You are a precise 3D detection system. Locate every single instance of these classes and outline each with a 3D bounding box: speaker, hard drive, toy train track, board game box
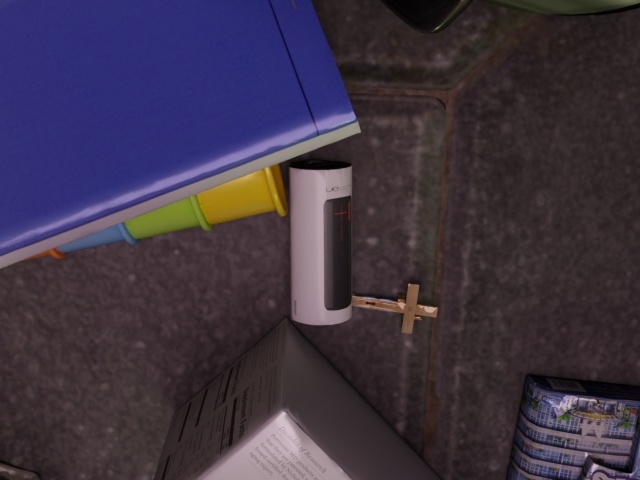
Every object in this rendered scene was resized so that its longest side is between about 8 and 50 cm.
[{"bbox_3d":[0.000,0.000,0.809,0.055,0.055,0.136,0,103,-2],"label":"speaker"},{"bbox_3d":[-0.154,-0.122,0.732,0.318,0.040,0.210,-20,73,3],"label":"hard drive"},{"bbox_3d":[0.062,0.056,0.847,0.083,0.014,0.048,8,110,2],"label":"toy train track"},{"bbox_3d":[0.273,0.232,0.873,0.194,0.060,0.194,6,103,-4],"label":"board game box"}]

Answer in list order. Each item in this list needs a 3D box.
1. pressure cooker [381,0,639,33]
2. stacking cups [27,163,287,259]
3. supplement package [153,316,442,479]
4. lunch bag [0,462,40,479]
[{"bbox_3d":[0.142,-0.326,0.560,0.370,0.420,0.375,-2,95,31],"label":"pressure cooker"},{"bbox_3d":[-0.189,-0.026,0.773,0.316,0.096,0.096,-15,104,1],"label":"stacking cups"},{"bbox_3d":[0.006,0.228,0.787,0.145,0.204,0.262,-41,102,8],"label":"supplement package"},{"bbox_3d":[-0.356,0.322,0.755,0.169,0.287,0.235,22,101,-7],"label":"lunch bag"}]
